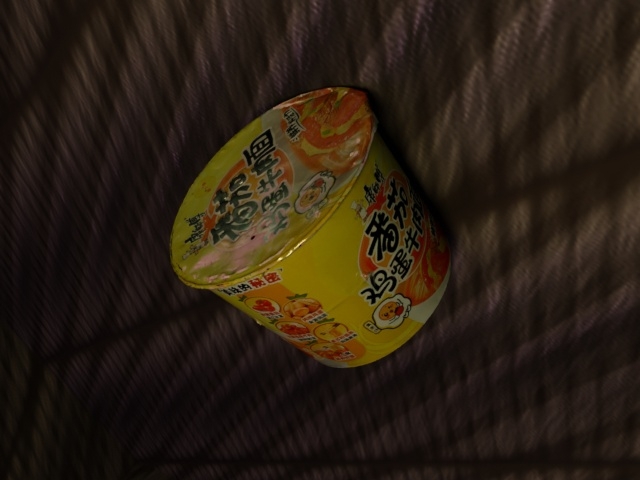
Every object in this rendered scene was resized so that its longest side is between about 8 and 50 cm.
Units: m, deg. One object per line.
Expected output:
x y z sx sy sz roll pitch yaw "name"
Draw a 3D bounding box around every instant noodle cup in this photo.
0.000 0.000 1.007 0.264 0.264 0.200 1 144 47 "instant noodle cup"
